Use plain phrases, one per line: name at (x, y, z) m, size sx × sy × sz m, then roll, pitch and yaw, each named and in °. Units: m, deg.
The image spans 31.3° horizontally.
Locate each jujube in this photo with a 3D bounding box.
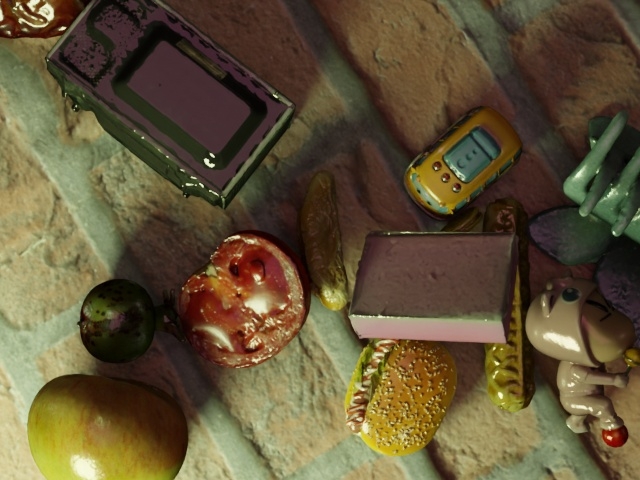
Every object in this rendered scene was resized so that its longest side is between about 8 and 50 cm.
jujube at (-0.526, -0.443, 1.920) m, size 0.342 × 0.216 × 0.216 m, roll 0°, pitch 86°, yaw 10°

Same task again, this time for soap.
soap at (0.191, 0.074, 1.880) m, size 0.259 × 0.081 × 0.181 m, roll 0°, pitch 54°, yaw 18°

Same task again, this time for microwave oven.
microwave oven at (-0.245, -0.227, 1.865) m, size 0.355 × 0.286 × 0.218 m, roll 38°, pitch 87°, yaw -3°

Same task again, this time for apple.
apple at (-0.340, 0.316, 1.839) m, size 0.260 × 0.261 × 0.194 m, roll 8°, pitch 84°, yaw -1°

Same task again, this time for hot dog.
hot dog at (0.000, 0.000, 1.926) m, size 0.073 × 0.084 × 0.243 m, roll -4°, pitch 73°, yaw -10°

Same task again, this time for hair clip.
hair clip at (0.548, -0.049, 1.898) m, size 0.318 × 0.238 × 0.392 m, roll 34°, pitch 86°, yaw 3°

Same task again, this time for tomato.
tomato at (-0.112, 0.097, 1.913) m, size 0.233 × 0.139 × 0.200 m, roll -41°, pitch 82°, yaw 16°

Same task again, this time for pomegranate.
pomegranate at (-0.318, 0.132, 1.908) m, size 0.169 × 0.148 × 0.149 m, roll -14°, pitch 86°, yaw -9°

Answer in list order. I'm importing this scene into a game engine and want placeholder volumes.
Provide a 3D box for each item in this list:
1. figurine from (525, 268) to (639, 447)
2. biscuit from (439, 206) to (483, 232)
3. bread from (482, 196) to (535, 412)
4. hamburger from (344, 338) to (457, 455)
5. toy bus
figurine at (0.447, 0.191, 1.893) m, size 0.186 × 0.176 × 0.287 m, roll -9°, pitch 93°, yaw 25°
biscuit at (0.240, -0.026, 1.960) m, size 0.084 × 0.084 × 0.023 m, roll -39°, pitch 97°, yaw -4°
bread at (0.320, 0.109, 1.956) m, size 0.077 × 0.084 × 0.368 m, roll -3°, pitch 87°, yaw 39°
hamburger at (0.133, 0.255, 1.921) m, size 0.173 × 0.116 × 0.210 m, roll 25°, pitch 86°, yaw -2°
toy bus at (0.245, -0.134, 1.941) m, size 0.209 × 0.136 × 0.126 m, roll -41°, pitch 88°, yaw -3°
